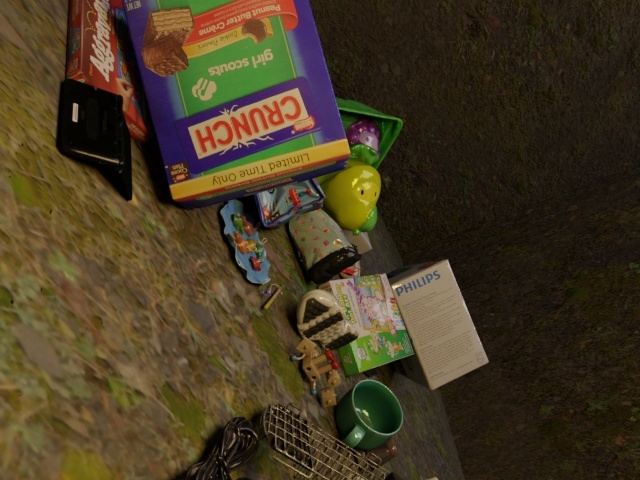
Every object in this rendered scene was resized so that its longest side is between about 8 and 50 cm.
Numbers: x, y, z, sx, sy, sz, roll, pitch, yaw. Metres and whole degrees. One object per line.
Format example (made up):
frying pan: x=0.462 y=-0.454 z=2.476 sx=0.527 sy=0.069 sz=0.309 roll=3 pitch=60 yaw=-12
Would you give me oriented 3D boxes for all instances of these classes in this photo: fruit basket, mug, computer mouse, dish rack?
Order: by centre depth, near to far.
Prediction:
computer mouse: x=-0.073 y=0.359 z=0.603 sx=0.272 sy=0.072 sz=0.188 roll=57 pitch=12 yaw=0
dish rack: x=0.023 y=0.335 z=0.727 sx=0.271 sy=0.074 sz=0.208 roll=33 pitch=-4 yaw=-3
mug: x=0.088 y=0.381 z=1.115 sx=0.158 sy=0.097 sz=0.129 roll=6 pitch=45 yaw=-36
fruit basket: x=0.065 y=-0.217 z=1.417 sx=0.392 sy=0.283 sz=0.392 roll=22 pitch=32 yaw=-14

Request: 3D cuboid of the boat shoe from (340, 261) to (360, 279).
boat shoe: x=0.090 y=0.052 z=1.757 sx=0.081 sy=0.079 sz=0.227 roll=67 pitch=14 yaw=-50

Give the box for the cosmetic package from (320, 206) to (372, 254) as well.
cosmetic package: x=0.046 y=-0.088 z=1.647 sx=0.225 sy=0.138 sz=0.224 roll=48 pitch=23 yaw=-52

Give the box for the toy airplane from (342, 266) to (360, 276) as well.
toy airplane: x=0.040 y=0.073 z=1.428 sx=0.151 sy=0.151 sz=0.028 roll=21 pitch=84 yaw=-73

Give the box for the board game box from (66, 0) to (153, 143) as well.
board game box: x=-0.311 y=-0.292 z=0.772 sx=0.145 sy=0.027 sz=0.281 roll=46 pitch=25 yaw=-57

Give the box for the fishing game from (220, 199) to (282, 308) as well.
fishing game: x=-0.134 y=-0.003 z=0.993 sx=0.189 sy=0.041 sz=0.264 roll=-33 pitch=101 yaw=-80

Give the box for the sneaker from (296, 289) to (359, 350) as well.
sneaker: x=0.002 y=0.161 z=1.165 sx=0.292 sy=0.110 sz=0.118 roll=61 pitch=5 yaw=-63

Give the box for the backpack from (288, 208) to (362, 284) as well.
backpack: x=0.000 y=0.000 z=1.311 sx=0.182 sy=0.152 sz=0.115 roll=60 pitch=0 yaw=23

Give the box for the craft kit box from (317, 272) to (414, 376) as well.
craft kit box: x=0.128 y=0.222 z=1.423 sx=0.246 sy=0.061 sz=0.250 roll=-5 pitch=71 yaw=-44

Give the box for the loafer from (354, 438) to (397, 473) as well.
loafer: x=0.146 y=0.450 z=1.265 sx=0.302 sy=0.095 sz=0.109 roll=-55 pitch=122 yaw=-75

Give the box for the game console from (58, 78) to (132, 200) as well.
game console: x=-0.280 y=-0.126 z=0.657 sx=0.107 sy=0.071 sz=0.122 roll=13 pitch=49 yaw=-38

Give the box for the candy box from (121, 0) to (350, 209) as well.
candy box: x=-0.125 y=-0.234 z=0.790 sx=0.122 sy=0.268 sz=0.317 roll=97 pitch=-22 yaw=-88

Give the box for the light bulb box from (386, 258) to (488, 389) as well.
light bulb box: x=0.346 y=0.278 z=1.808 sx=0.358 sy=0.225 sz=0.361 roll=156 pitch=-88 yaw=-78

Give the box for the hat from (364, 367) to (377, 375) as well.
hat: x=0.171 y=0.256 z=1.606 sx=0.331 sy=0.134 sz=0.331 roll=60 pitch=15 yaw=-27

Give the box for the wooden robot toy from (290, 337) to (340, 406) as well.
wooden robot toy: x=-0.004 y=0.248 z=1.055 sx=0.173 sy=0.076 sz=0.079 roll=63 pitch=3 yaw=-22

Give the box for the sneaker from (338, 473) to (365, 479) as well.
sneaker: x=0.036 y=0.451 z=0.770 sx=0.305 sy=0.114 sz=0.152 roll=-76 pitch=143 yaw=-69

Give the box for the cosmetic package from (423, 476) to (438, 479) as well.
cosmetic package: x=0.223 y=0.705 z=1.035 sx=0.365 sy=0.155 sz=0.197 roll=-91 pitch=157 yaw=-61

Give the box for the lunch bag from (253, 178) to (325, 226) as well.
lunch bag: x=-0.113 y=-0.181 z=1.104 sx=0.293 sy=0.138 sz=0.221 roll=64 pitch=-1 yaw=0
